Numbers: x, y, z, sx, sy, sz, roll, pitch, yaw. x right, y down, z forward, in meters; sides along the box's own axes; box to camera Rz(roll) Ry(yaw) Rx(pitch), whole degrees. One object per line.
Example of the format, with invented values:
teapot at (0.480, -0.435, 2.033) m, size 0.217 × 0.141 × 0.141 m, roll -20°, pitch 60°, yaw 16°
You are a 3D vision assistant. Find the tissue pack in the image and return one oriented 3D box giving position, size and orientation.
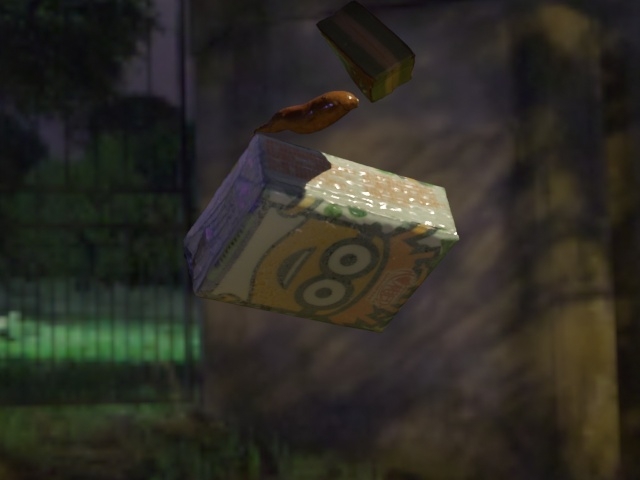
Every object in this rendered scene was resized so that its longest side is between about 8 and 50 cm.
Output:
tissue pack at (0.000, 0.000, 2.168) m, size 0.311 × 0.128 × 0.228 m, roll 14°, pitch -46°, yaw -27°

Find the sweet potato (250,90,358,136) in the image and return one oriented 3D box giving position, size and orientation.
sweet potato at (-0.027, -0.193, 2.486) m, size 0.195 × 0.056 × 0.056 m, roll -13°, pitch -10°, yaw 25°

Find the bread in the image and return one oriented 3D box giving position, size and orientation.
bread at (0.057, -0.261, 2.052) m, size 0.074 × 0.139 × 0.084 m, roll -31°, pitch -14°, yaw -8°
